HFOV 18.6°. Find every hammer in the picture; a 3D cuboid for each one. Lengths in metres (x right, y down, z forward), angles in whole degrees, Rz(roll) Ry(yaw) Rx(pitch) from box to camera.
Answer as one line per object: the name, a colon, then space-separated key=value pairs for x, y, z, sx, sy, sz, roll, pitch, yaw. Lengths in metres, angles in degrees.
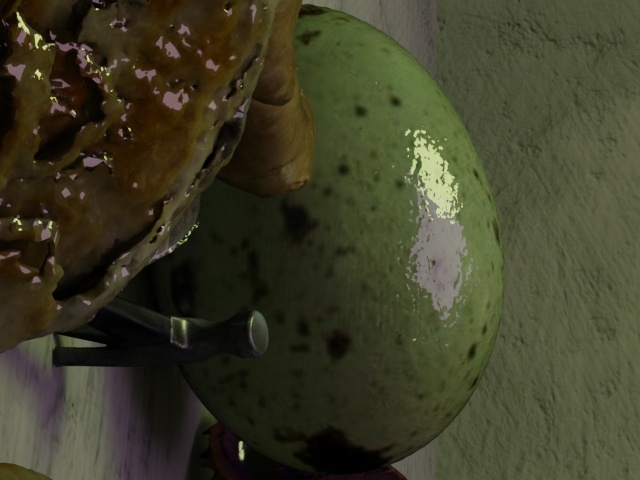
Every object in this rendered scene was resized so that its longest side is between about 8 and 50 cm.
hammer: x=-0.157 y=0.038 z=1.233 sx=0.290 sy=0.137 sz=0.037 roll=31 pitch=55 yaw=-61

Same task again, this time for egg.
egg: x=0.000 y=0.000 z=1.578 sx=0.287 sy=0.288 sz=0.379 roll=-33 pitch=105 yaw=-78

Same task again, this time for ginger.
ginger: x=-0.066 y=-0.136 z=1.244 sx=0.348 sy=0.122 sz=0.363 roll=46 pitch=-18 yaw=57

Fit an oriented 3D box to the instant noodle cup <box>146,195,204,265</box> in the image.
instant noodle cup: x=-0.154 y=-0.101 z=1.034 sx=0.217 sy=0.217 sz=0.207 roll=-75 pitch=164 yaw=-61

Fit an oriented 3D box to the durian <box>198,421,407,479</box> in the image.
durian: x=0.001 y=0.247 z=1.681 sx=0.260 sy=0.154 sz=0.186 roll=36 pitch=-32 yaw=60

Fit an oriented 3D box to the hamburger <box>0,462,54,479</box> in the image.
hamburger: x=-0.182 y=0.244 z=0.844 sx=0.318 sy=0.158 sz=0.318 roll=-3 pitch=90 yaw=-80

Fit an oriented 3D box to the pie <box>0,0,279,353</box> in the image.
pie: x=-0.148 y=-0.087 z=0.846 sx=0.077 sy=0.339 sz=0.339 roll=38 pitch=-28 yaw=41
